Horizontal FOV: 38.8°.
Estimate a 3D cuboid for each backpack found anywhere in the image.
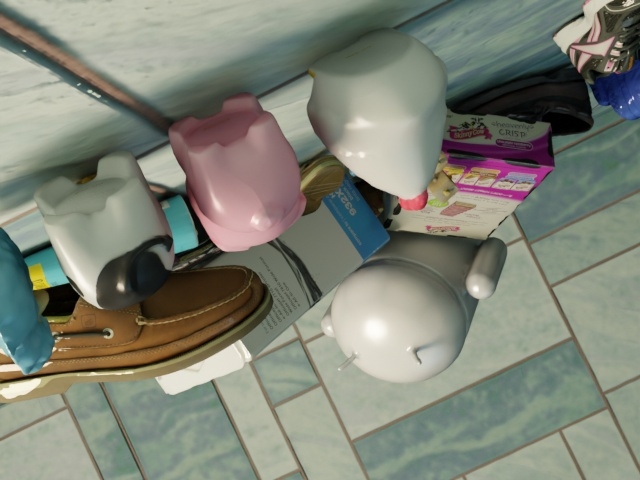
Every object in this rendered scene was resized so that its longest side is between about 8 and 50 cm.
[{"bbox_3d":[0.445,-0.232,1.310,0.101,0.120,0.098,-29,176,42],"label":"backpack"}]

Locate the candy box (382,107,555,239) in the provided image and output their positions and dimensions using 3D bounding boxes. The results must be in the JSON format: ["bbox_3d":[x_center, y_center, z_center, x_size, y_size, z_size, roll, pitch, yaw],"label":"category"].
[{"bbox_3d":[0.187,-0.082,1.206,0.159,0.071,0.233,6,155,-11],"label":"candy box"}]

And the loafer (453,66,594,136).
[{"bbox_3d":[0.292,-0.173,1.272,0.302,0.095,0.109,-21,175,-40],"label":"loafer"}]

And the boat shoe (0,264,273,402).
[{"bbox_3d":[-0.204,0.072,0.888,0.307,0.104,0.111,-17,-155,2],"label":"boat shoe"}]

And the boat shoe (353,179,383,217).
[{"bbox_3d":[0.088,-0.062,1.570,0.095,0.095,0.257,-26,165,-4],"label":"boat shoe"}]

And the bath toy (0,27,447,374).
[{"bbox_3d":[-0.068,-0.026,0.624,0.348,0.129,0.151,-25,-149,-5],"label":"bath toy"}]

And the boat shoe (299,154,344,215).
[{"bbox_3d":[-0.013,-0.073,1.092,0.056,0.048,0.153,-12,166,-17],"label":"boat shoe"}]

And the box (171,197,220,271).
[{"bbox_3d":[-0.179,0.013,1.019,0.220,0.051,0.175,-27,177,19],"label":"box"}]

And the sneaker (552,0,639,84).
[{"bbox_3d":[0.308,-0.214,0.936,0.072,0.077,0.178,-27,176,-5],"label":"sneaker"}]

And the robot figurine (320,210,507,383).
[{"bbox_3d":[0.137,0.073,1.366,0.300,0.200,0.353,-22,-157,35],"label":"robot figurine"}]

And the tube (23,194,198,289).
[{"bbox_3d":[-0.219,0.014,0.840,0.207,0.052,0.080,-19,169,-12],"label":"tube"}]

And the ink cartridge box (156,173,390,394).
[{"bbox_3d":[-0.088,0.055,1.234,0.307,0.129,0.223,-38,-173,-41],"label":"ink cartridge box"}]

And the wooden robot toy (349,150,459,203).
[{"bbox_3d":[0.088,-0.107,1.053,0.173,0.079,0.076,18,117,-34],"label":"wooden robot toy"}]
